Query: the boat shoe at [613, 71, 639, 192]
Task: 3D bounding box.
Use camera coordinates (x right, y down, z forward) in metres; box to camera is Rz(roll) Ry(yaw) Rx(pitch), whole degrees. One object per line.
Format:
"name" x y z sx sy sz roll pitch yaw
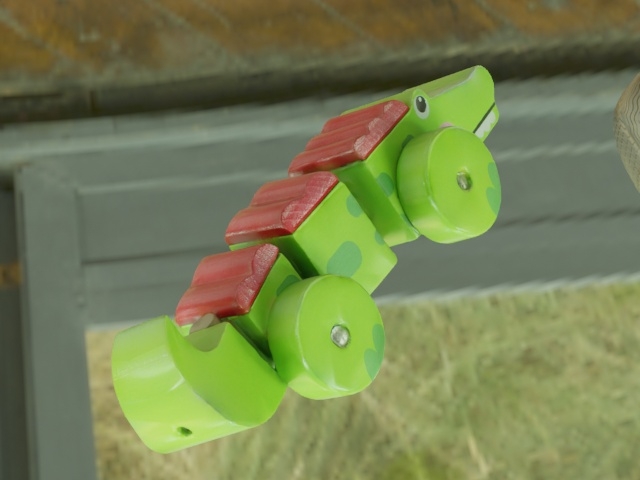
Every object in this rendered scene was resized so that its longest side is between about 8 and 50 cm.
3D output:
"boat shoe" 0.247 0.026 0.677 0.324 0.123 0.116 37 87 -4

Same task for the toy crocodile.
"toy crocodile" 0.000 0.000 1.092 0.115 0.340 0.105 -13 118 45
